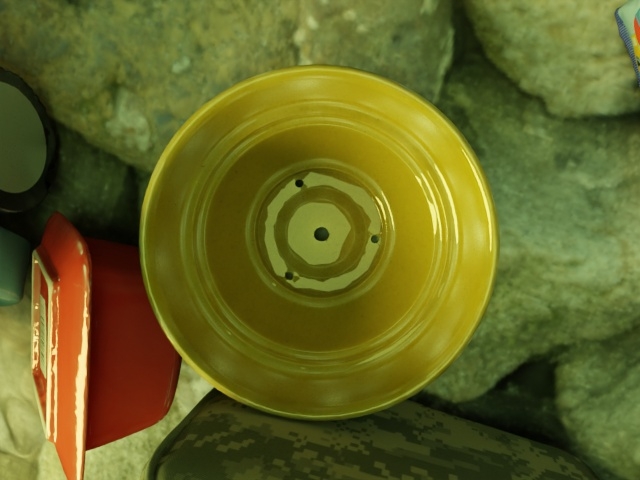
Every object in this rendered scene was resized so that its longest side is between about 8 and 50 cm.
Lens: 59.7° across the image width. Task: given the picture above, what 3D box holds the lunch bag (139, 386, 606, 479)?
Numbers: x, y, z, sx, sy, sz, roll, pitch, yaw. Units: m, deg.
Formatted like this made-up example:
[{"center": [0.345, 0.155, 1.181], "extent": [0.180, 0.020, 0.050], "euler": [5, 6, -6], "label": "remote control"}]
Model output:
[{"center": [0.032, 0.256, 0.355], "extent": [0.305, 0.212, 0.256], "euler": [13, 101, 7], "label": "lunch bag"}]

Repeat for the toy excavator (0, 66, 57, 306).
[{"center": [-0.327, 0.094, 0.364], "extent": [0.222, 0.433, 0.445], "euler": [-1, 71, 9], "label": "toy excavator"}]

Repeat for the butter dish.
[{"center": [-0.140, 0.065, 0.405], "extent": [0.118, 0.160, 0.160], "euler": [-1, 102, -33], "label": "butter dish"}]

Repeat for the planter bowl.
[{"center": [0.000, 0.000, 0.377], "extent": [0.217, 0.090, 0.217], "euler": [0, 98, 2], "label": "planter bowl"}]

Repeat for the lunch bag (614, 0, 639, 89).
[{"center": [0.265, -0.046, 0.265], "extent": [0.138, 0.221, 0.293], "euler": [-32, 94, 13], "label": "lunch bag"}]
